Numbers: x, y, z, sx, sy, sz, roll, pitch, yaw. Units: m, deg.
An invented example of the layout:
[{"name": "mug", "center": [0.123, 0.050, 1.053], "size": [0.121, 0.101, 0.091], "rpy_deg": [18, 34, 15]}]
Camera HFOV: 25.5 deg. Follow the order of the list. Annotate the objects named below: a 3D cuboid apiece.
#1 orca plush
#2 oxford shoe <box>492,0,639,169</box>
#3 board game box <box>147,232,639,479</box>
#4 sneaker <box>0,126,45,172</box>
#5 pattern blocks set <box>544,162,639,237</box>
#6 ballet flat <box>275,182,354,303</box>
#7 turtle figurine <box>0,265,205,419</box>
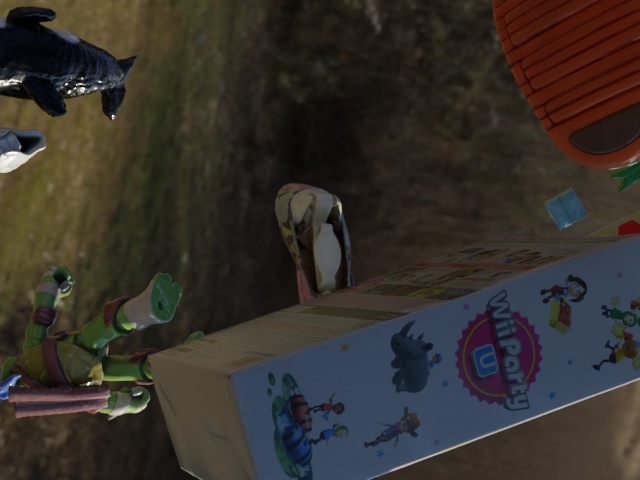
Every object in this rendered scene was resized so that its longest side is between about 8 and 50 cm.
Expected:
[{"name": "orca plush", "center": [-0.314, -0.169, 1.586], "size": [0.287, 0.151, 0.102], "rpy_deg": [22, 42, -61]}, {"name": "oxford shoe", "center": [0.197, -0.198, 0.965], "size": [0.132, 0.130, 0.364], "rpy_deg": [29, 49, -45]}, {"name": "board game box", "center": [0.057, 0.079, 0.968], "size": [0.224, 0.303, 0.098], "rpy_deg": [-1, -73, 71]}, {"name": "sneaker", "center": [-0.339, -0.091, 1.417], "size": [0.152, 0.061, 0.054], "rpy_deg": [-25, 96, -56]}, {"name": "pattern blocks set", "center": [0.474, 0.042, 2.046], "size": [0.026, 0.285, 0.325], "rpy_deg": [-69, 138, -69]}, {"name": "ballet flat", "center": [0.000, 0.000, 1.522], "size": [0.079, 0.076, 0.221], "rpy_deg": [101, -17, -46]}, {"name": "turtle figurine", "center": [-0.265, 0.120, 1.782], "size": [0.274, 0.266, 0.198], "rpy_deg": [7, 71, -60]}]
